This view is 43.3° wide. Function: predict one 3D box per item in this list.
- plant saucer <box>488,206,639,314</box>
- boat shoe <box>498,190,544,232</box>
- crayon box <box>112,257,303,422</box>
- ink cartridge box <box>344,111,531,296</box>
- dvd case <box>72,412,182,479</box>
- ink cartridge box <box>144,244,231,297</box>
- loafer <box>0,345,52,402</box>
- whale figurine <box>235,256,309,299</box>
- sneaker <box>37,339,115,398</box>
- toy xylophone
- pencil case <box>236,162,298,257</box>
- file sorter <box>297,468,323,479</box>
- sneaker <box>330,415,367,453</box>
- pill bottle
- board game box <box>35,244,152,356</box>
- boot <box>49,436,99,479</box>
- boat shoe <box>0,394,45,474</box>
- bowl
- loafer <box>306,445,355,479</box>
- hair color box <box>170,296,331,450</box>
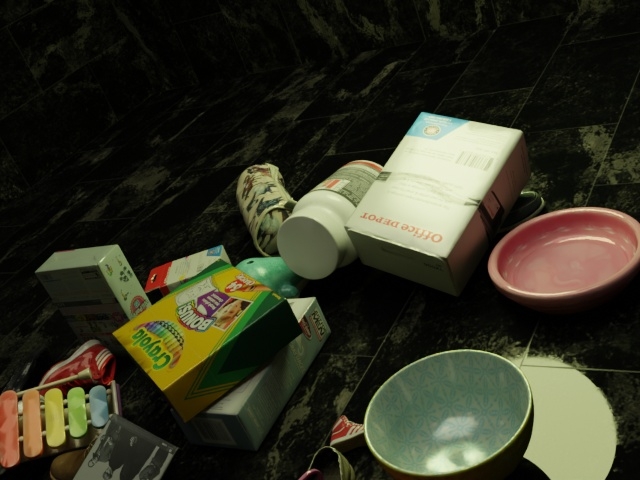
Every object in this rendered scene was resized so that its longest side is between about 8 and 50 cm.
[{"bbox_3d":[0.532,0.050,1.732,0.332,0.084,0.332,-17,29,10],"label":"plant saucer"},{"bbox_3d":[0.401,-0.078,2.039,0.319,0.099,0.116,-14,29,17],"label":"boat shoe"},{"bbox_3d":[-0.260,0.204,1.789,0.313,0.106,0.363,-35,27,-18],"label":"crayon box"},{"bbox_3d":[0.285,-0.096,1.935,0.285,0.166,0.395,18,62,35],"label":"ink cartridge box"},{"bbox_3d":[-0.402,0.481,1.580,0.179,0.030,0.239,20,70,27],"label":"dvd case"},{"bbox_3d":[-0.379,0.109,2.318,0.230,0.078,0.134,-18,27,9],"label":"ink cartridge box"},{"bbox_3d":[-0.798,0.369,2.175,0.078,0.076,0.223,-5,35,16],"label":"loafer"},{"bbox_3d":[-0.117,0.091,2.085,0.272,0.141,0.216,-28,27,-17],"label":"whale figurine"},{"bbox_3d":[-0.618,0.356,2.056,0.128,0.087,0.221,22,63,41],"label":"sneaker"},{"bbox_3d":[-0.621,0.401,1.869,0.322,0.081,0.236,-18,48,-16],"label":"toy xylophone"},{"bbox_3d":[-0.149,-0.102,2.422,0.183,0.159,0.410,-50,26,10],"label":"pencil case"},{"bbox_3d":[0.048,0.493,1.135,0.290,0.182,0.202,22,49,36],"label":"file sorter"},{"bbox_3d":[0.073,0.367,1.559,0.118,0.042,0.067,-18,31,13],"label":"sneaker"},{"bbox_3d":[0.050,-0.056,2.081,0.210,0.210,0.363,-4,21,32],"label":"pill bottle"},{"bbox_3d":[-0.570,0.166,2.114,0.223,0.304,0.097,-5,32,29],"label":"board game box"},{"bbox_3d":[-0.469,0.459,1.727,0.305,0.115,0.112,-11,32,24],"label":"boot"},{"bbox_3d":[-0.737,0.488,1.905,0.096,0.098,0.277,8,49,43],"label":"boat shoe"},{"bbox_3d":[0.232,0.337,1.367,0.289,0.156,0.289,-18,28,10],"label":"bowl"},{"bbox_3d":[-0.004,0.465,1.387,0.101,0.092,0.269,-14,29,16],"label":"loafer"},{"bbox_3d":[-0.144,0.285,1.791,0.185,0.114,0.374,-4,33,33],"label":"hair color box"}]
